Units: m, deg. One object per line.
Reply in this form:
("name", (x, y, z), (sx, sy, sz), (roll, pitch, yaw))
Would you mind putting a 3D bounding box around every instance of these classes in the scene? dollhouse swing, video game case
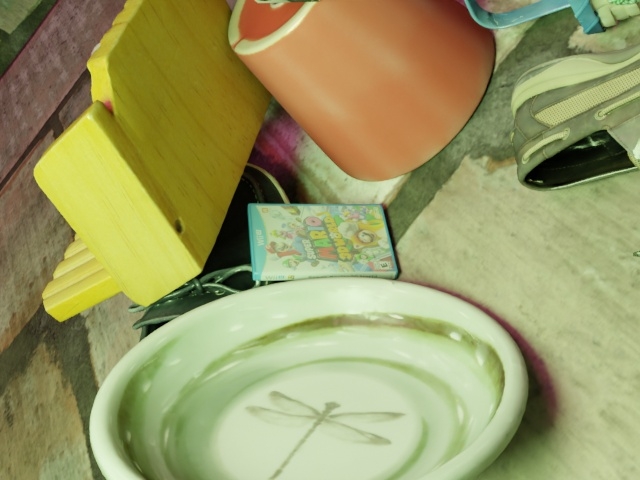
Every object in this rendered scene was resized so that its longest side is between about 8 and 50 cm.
("dollhouse swing", (-0.260, -0.117, 1.113), (0.305, 0.315, 0.346), (-10, 41, 25))
("video game case", (0.000, 0.000, 1.072), (0.119, 0.166, 0.015), (-99, 12, -45))

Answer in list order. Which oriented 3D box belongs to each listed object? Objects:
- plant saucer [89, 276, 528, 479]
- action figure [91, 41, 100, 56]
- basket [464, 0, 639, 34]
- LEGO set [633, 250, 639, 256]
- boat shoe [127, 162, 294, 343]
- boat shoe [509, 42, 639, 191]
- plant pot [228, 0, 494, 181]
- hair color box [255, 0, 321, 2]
("plant saucer", (-0.008, 0.165, 0.856), (0.401, 0.100, 0.400), (-6, 24, 3))
("action figure", (-0.165, -0.295, 1.416), (0.248, 0.276, 0.370), (-53, 20, -8))
("basket", (0.252, -0.341, 0.946), (0.289, 0.255, 0.201), (-5, 60, 35))
("LEGO set", (0.309, 0.009, 0.797), (0.083, 0.023, 0.054), (-50, 35, -14))
("boat shoe", (-0.128, 0.100, 1.088), (0.187, 0.156, 0.500), (-6, 57, 20))
("boat shoe", (0.318, -0.111, 0.808), (0.355, 0.132, 0.130), (-13, 62, 56))
("plant pot", (0.036, -0.244, 1.136), (0.275, 0.243, 0.275), (-31, 42, 33))
("hair color box", (-0.050, -0.301, 1.007), (0.141, 0.072, 0.043), (22, 80, 56))
